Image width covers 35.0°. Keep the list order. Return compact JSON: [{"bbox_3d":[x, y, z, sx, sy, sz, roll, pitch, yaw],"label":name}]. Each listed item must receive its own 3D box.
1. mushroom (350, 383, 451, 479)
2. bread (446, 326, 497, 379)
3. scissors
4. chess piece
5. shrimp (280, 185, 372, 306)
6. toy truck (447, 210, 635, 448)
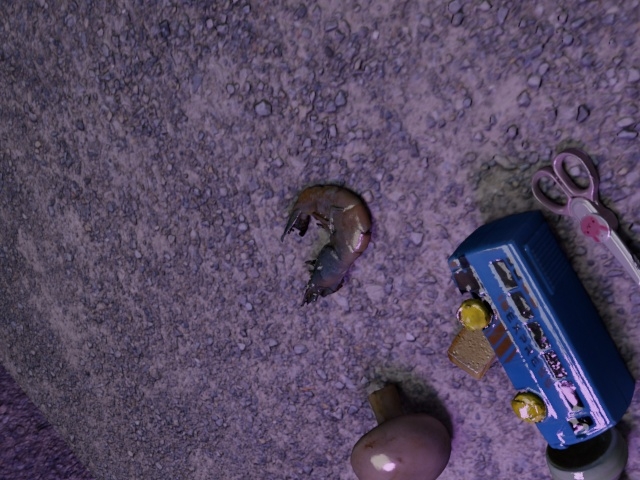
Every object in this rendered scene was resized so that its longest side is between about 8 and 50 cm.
[{"bbox_3d":[0.151,0.396,2.041,0.207,0.207,0.215,-56,44,49],"label":"mushroom"},{"bbox_3d":[0.289,0.208,1.878,0.084,0.080,0.109,38,174,18],"label":"bread"},{"bbox_3d":[0.425,-0.026,1.558,0.242,0.030,0.118,52,142,4],"label":"scissors"},{"bbox_3d":[0.503,0.448,1.781,0.139,0.139,0.271,-1,129,45],"label":"chess piece"},{"bbox_3d":[-0.006,0.003,1.975,0.178,0.075,0.289,49,142,17],"label":"shrimp"},{"bbox_3d":[0.361,0.150,1.656,0.162,0.161,0.384,-23,100,41],"label":"toy truck"}]
